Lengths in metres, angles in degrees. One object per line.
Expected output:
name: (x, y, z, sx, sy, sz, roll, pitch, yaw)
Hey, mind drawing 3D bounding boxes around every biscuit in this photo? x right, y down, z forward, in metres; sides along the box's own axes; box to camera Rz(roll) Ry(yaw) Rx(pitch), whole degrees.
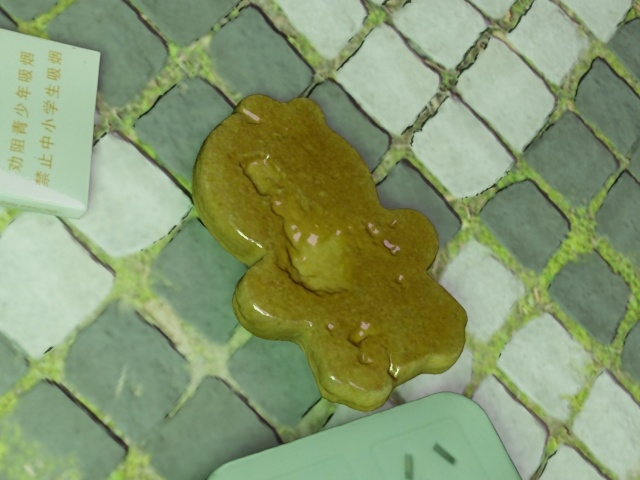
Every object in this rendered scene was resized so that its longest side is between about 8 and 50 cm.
biscuit: (-0.001, 0.001, 0.821, 0.184, 0.035, 0.249, -24, 72, -39)

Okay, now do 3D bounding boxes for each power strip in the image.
power strip: (0.046, 0.255, 0.752, 0.230, 0.141, 0.261, -13, 66, -32)

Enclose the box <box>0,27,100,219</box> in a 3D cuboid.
box: (-0.254, -0.089, 0.743, 0.220, 0.032, 0.122, 11, 69, -26)
